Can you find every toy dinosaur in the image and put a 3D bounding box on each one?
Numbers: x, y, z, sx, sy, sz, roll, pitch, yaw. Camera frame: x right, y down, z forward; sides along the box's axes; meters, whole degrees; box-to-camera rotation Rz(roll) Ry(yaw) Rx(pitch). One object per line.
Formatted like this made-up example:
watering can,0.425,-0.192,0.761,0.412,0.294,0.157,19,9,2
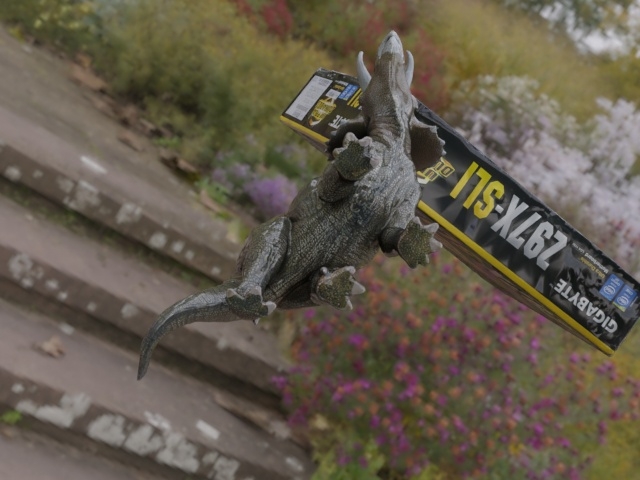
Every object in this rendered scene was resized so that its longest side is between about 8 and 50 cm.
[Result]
toy dinosaur,0.000,0.000,0.815,0.121,0.313,0.160,38,3,-5

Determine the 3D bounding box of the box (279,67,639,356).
box,0.132,-0.035,1.078,0.322,0.079,0.257,36,-1,-21
